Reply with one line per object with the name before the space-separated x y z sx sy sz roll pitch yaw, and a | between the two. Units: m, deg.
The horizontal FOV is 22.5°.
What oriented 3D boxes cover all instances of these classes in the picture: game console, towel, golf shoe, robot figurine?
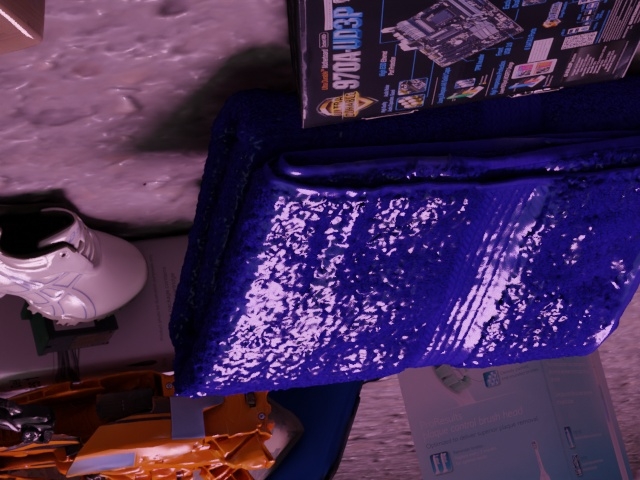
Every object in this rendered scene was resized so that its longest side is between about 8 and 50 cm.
game console | 0.016 0.180 1.587 0.250 0.173 0.293 1 162 -34
towel | 0.071 0.005 0.984 0.308 0.076 0.227 -4 130 -24
golf shoe | -0.172 0.011 1.059 0.176 0.069 0.086 4 153 -45
robot figurine | -0.184 0.152 1.162 0.291 0.085 0.211 -7 163 -9

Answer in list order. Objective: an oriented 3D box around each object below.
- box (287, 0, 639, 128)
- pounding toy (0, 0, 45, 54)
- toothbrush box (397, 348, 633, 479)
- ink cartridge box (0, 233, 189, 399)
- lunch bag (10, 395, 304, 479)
box | 0.071 -0.121 0.750 0.175 0.051 0.220 -9 165 -2
pounding toy | -0.215 -0.126 0.493 0.181 0.094 0.206 -10 156 20
toothbrush box | 0.167 0.159 1.335 0.126 0.295 0.216 -17 171 21
ink cartridge box | -0.177 0.068 1.203 0.219 0.092 0.160 -8 164 -9
lunch bag | -0.192 0.224 1.423 0.287 0.169 0.235 -55 150 12
